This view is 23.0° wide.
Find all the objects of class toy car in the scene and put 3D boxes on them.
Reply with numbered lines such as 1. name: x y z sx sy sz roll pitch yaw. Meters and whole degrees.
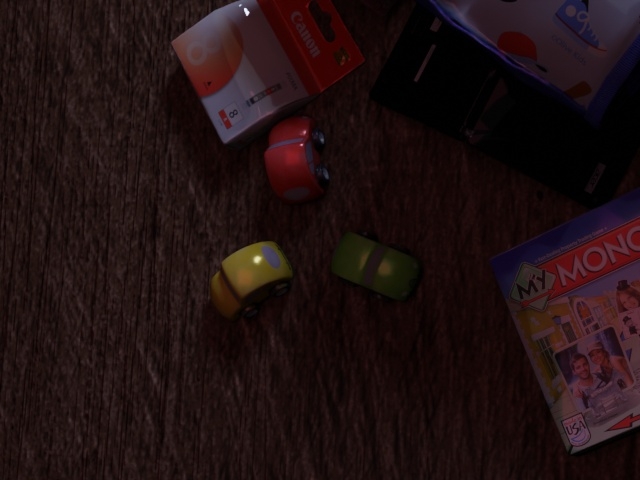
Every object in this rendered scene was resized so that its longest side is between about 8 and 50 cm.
1. toy car: 0.000 0.000 1.661 0.225 0.053 0.239 23 91 26

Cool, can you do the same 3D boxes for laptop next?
1. laptop: 0.217 -0.192 1.618 0.264 0.136 0.234 31 95 51

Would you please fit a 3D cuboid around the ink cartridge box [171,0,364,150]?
1. ink cartridge box: -0.060 -0.206 1.729 0.179 0.045 0.145 -35 70 18

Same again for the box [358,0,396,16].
1. box: 0.077 -0.409 1.640 0.154 0.142 0.300 41 99 30

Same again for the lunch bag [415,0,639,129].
1. lunch bag: 0.244 -0.341 1.428 0.328 0.239 0.385 38 96 12

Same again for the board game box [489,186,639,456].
1. board game box: 0.344 0.049 1.503 0.317 0.046 0.213 -27 72 18
